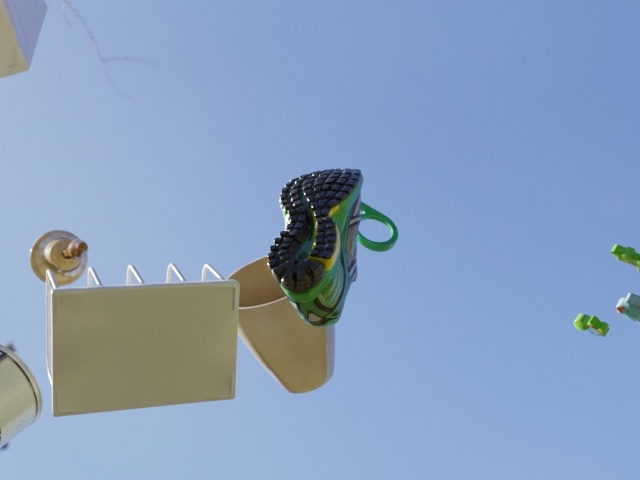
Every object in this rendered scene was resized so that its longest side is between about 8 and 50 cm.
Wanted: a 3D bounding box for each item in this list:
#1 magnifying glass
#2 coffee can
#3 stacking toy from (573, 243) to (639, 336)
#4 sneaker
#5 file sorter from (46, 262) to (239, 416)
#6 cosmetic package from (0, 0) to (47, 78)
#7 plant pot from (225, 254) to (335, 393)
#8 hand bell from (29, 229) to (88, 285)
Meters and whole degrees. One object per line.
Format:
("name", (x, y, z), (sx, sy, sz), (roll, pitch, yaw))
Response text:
("magnifying glass", (0.074, -0.063, 1.832), (0.092, 0.231, 0.026), (-18, -34, -31))
("coffee can", (-0.711, 0.350, 1.739), (0.201, 0.275, 0.202), (13, -61, 25))
("stacking toy", (0.509, 0.120, 1.344), (0.221, 0.167, 0.052), (29, -31, 17))
("sneaker", (0.000, 0.000, 1.446), (0.134, 0.343, 0.146), (-4, -53, 18))
("file sorter", (-0.287, 0.141, 1.415), (0.277, 0.173, 0.193), (-2, -75, -21))
("cosmetic package", (-0.595, -0.430, 1.553), (0.156, 0.385, 0.217), (-17, -60, -3))
("plant pot", (-0.067, 0.199, 2.026), (0.256, 0.256, 0.274), (-12, -66, 19))
("hand bell", (-0.525, 0.025, 1.870), (0.126, 0.126, 0.242), (30, -18, -20))
